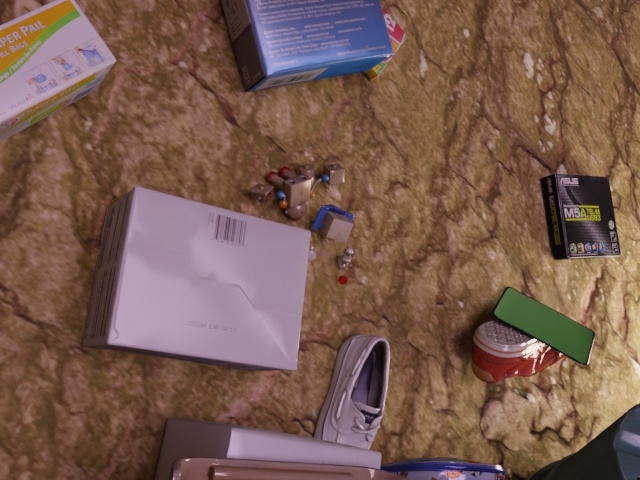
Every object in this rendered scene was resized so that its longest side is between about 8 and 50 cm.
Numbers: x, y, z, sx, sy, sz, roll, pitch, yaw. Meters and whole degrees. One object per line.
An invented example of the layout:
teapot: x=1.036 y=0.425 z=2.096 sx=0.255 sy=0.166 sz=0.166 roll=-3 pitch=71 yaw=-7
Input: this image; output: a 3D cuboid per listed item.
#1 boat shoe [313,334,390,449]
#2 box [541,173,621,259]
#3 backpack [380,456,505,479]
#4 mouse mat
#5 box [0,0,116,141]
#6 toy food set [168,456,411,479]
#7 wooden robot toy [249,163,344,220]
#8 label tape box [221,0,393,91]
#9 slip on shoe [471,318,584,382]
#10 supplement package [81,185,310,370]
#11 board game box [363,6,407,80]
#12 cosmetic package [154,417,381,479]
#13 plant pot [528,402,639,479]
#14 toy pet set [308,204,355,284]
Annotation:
boat shoe: x=0.055 y=0.274 z=1.091 sx=0.095 sy=0.084 sz=0.258 roll=18 pitch=71 yaw=-29
box: x=0.575 y=-0.051 z=1.509 sx=0.190 sy=0.045 sz=0.184 roll=0 pitch=83 yaw=-33
backpack: x=0.199 y=0.438 z=1.043 sx=0.276 sy=0.263 sz=0.213 roll=7 pitch=76 yaw=-30
mouse mat: x=0.423 y=0.157 z=1.297 sx=0.189 sy=0.007 sz=0.152 roll=28 pitch=28 yaw=17
box: x=-0.389 y=-0.214 z=0.893 sx=0.203 sy=0.114 sz=0.103 roll=-40 pitch=102 yaw=-30
toy food set: x=-0.042 y=0.362 z=0.743 sx=0.306 sy=0.092 sz=0.220 roll=14 pitch=84 yaw=-28
wooden robot toy: x=-0.040 y=-0.074 z=1.129 sx=0.173 sy=0.076 sz=0.079 roll=-23 pitch=128 yaw=-33
label tape box: x=-0.042 y=-0.436 z=1.132 sx=0.240 sy=0.106 sz=0.334 roll=-16 pitch=93 yaw=-25
slip on shoe: x=0.407 y=0.204 z=1.326 sx=0.331 sy=0.123 sz=0.101 roll=-4 pitch=117 yaw=-39
supplement package: x=-0.169 y=0.064 z=0.956 sx=0.261 sy=0.145 sz=0.204 roll=15 pitch=73 yaw=-30
board game box: x=0.041 y=-0.428 z=1.257 sx=0.259 sy=0.039 sz=0.124 roll=42 pitch=62 yaw=-15
cosmetic package: x=-0.079 y=0.323 z=0.913 sx=0.224 sy=0.224 sz=0.138 roll=17 pitch=72 yaw=-29
plant pot: x=0.539 y=0.451 z=1.130 sx=0.341 sy=0.334 sz=0.341 roll=4 pitch=48 yaw=-5
toy pet set: x=0.000 y=0.000 z=1.142 sx=0.122 sy=0.065 sz=0.114 roll=16 pitch=107 yaw=-26
